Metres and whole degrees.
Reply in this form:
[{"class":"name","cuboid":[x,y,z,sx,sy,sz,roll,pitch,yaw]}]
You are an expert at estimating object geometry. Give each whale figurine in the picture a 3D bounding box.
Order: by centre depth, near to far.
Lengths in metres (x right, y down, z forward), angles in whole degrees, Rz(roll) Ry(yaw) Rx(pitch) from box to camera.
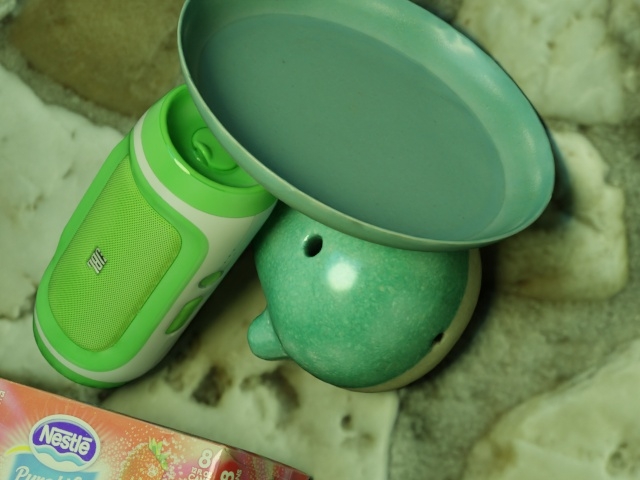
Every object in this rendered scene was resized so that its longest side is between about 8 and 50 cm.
[{"class":"whale figurine","cuboid":[0.000,0.000,1.498,0.216,0.141,0.272,-52,53,6]}]

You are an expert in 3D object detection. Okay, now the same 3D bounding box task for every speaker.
[{"class":"speaker","cuboid":[-0.135,0.001,1.510,0.296,0.131,0.131,-52,48,46]}]

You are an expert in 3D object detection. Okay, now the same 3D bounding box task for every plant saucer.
[{"class":"plant saucer","cuboid":[0.032,-0.098,1.442,0.317,0.318,0.043,56,134,32]}]

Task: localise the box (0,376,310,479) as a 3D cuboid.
[{"class":"box","cuboid":[-0.181,0.214,1.527,0.300,0.142,0.154,13,79,33]}]
